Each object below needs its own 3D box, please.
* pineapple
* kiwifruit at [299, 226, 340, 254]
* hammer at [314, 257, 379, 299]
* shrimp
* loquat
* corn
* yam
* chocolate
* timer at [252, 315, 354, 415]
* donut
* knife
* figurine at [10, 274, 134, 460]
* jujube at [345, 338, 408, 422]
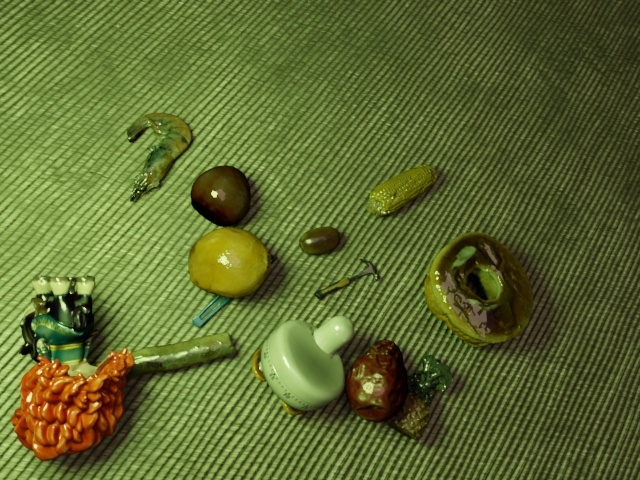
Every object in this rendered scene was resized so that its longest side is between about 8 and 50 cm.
[{"bbox_3d":[0.273,0.419,1.466,0.119,0.111,0.237,47,61,-26],"label":"pineapple"},{"bbox_3d":[0.000,0.000,1.545,0.124,0.075,0.075,-12,76,-20],"label":"kiwifruit"},{"bbox_3d":[0.072,0.115,1.552,0.200,0.021,0.078,-23,80,-19],"label":"hammer"},{"bbox_3d":[-0.493,-0.249,1.523,0.169,0.058,0.296,27,66,4],"label":"shrimp"},{"bbox_3d":[-0.244,0.058,1.408,0.234,0.176,0.187,5,38,15],"label":"loquat"},{"bbox_3d":[0.247,-0.154,1.632,0.261,0.097,0.097,-31,82,-20],"label":"corn"},{"bbox_3d":[-0.377,0.295,1.374,0.317,0.067,0.071,-11,46,-14],"label":"yam"},{"bbox_3d":[-0.265,-0.131,1.481,0.176,0.177,0.177,4,73,-11],"label":"chocolate"},{"bbox_3d":[-0.027,0.301,1.358,0.240,0.233,0.233,-41,84,24],"label":"timer"},{"bbox_3d":[0.447,0.147,1.565,0.329,0.160,0.330,9,62,-16],"label":"donut"},{"bbox_3d":[-0.233,0.131,1.477,0.296,0.026,0.044,-44,99,-21],"label":"knife"},{"bbox_3d":[-0.587,0.273,1.233,0.306,0.241,0.412,-32,71,20],"label":"figurine"},{"bbox_3d":[0.155,0.358,1.409,0.168,0.168,0.236,35,39,-1],"label":"jujube"}]
